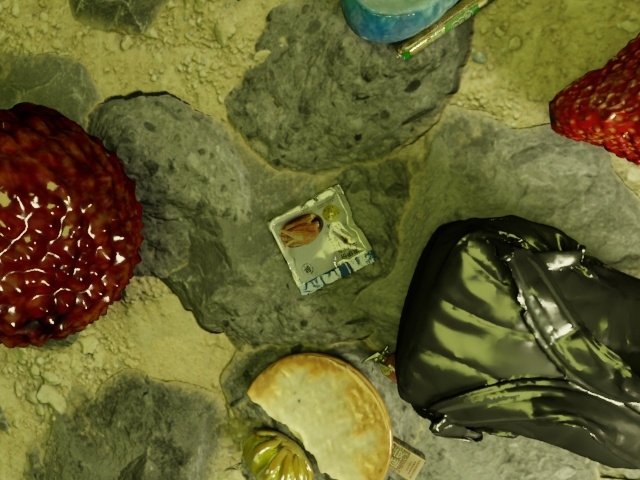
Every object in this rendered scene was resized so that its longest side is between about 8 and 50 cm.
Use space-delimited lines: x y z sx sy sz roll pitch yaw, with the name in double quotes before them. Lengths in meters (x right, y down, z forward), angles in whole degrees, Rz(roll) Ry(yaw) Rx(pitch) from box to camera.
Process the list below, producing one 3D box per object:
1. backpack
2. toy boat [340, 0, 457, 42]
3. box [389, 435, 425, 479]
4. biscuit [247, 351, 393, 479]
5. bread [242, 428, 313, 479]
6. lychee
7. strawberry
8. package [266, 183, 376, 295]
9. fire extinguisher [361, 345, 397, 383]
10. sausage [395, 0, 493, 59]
"backpack" 0.350 0.166 0.645 0.446 0.255 0.363 17 102 8
"toy boat" 0.166 -0.489 0.741 0.215 0.123 0.329 32 87 4
"box" 0.153 0.418 0.806 0.083 0.024 0.053 26 98 9
"biscuit" 0.019 0.334 0.819 0.309 0.040 0.204 39 100 14
"bread" -0.093 0.442 0.829 0.157 0.094 0.083 38 104 17
"lychee" -0.550 -0.050 0.738 0.425 0.424 0.499 -17 109 13
"strawberry" 0.507 -0.191 0.597 0.261 0.261 0.258 49 119 7
"package" 0.000 0.000 0.822 0.171 0.027 0.173 -28 83 12
"fire extinguisher" 0.165 0.260 0.785 0.177 0.050 0.062 32 96 10
"sausage" 0.251 -0.408 0.749 0.269 0.033 0.032 -31 85 11
